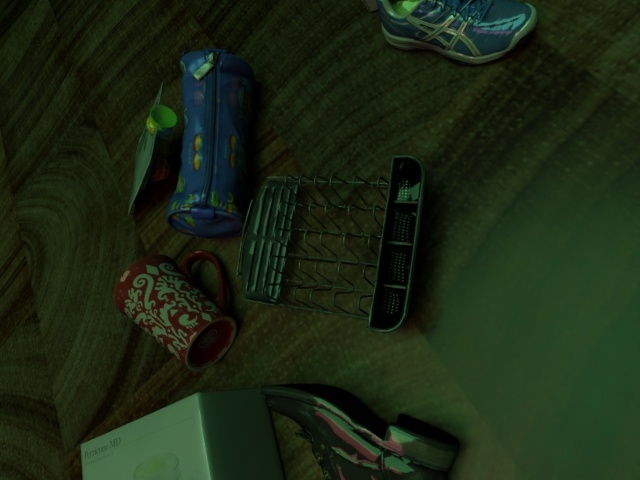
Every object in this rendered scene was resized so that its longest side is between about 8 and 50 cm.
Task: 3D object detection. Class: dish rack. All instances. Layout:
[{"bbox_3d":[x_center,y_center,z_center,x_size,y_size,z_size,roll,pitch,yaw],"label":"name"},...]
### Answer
[{"bbox_3d":[0.000,0.000,0.572,0.272,0.074,0.208,5,78,27],"label":"dish rack"}]

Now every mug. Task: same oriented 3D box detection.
[{"bbox_3d":[-0.207,0.093,0.658,0.169,0.113,0.150,31,95,30],"label":"mug"}]

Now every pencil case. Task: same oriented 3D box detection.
[{"bbox_3d":[-0.170,-0.158,0.694,0.119,0.133,0.306,1,75,-3],"label":"pencil case"}]

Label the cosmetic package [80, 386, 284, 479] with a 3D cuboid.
[{"bbox_3d":[-0.168,0.331,0.550,0.224,0.138,0.224,-29,62,21],"label":"cosmetic package"}]

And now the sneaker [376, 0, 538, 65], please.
[{"bbox_3d":[0.162,-0.282,0.557,0.211,0.081,0.080,19,85,32],"label":"sneaker"}]

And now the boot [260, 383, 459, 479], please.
[{"bbox_3d":[0.016,0.292,0.476,0.263,0.091,0.228,11,82,31],"label":"boot"}]

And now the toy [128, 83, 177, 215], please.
[{"bbox_3d":[-0.298,-0.151,0.789,0.237,0.056,0.136,-41,46,53],"label":"toy"}]

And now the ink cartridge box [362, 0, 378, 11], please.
[{"bbox_3d":[0.127,-0.462,0.622,0.154,0.093,0.212,-3,73,31],"label":"ink cartridge box"}]
